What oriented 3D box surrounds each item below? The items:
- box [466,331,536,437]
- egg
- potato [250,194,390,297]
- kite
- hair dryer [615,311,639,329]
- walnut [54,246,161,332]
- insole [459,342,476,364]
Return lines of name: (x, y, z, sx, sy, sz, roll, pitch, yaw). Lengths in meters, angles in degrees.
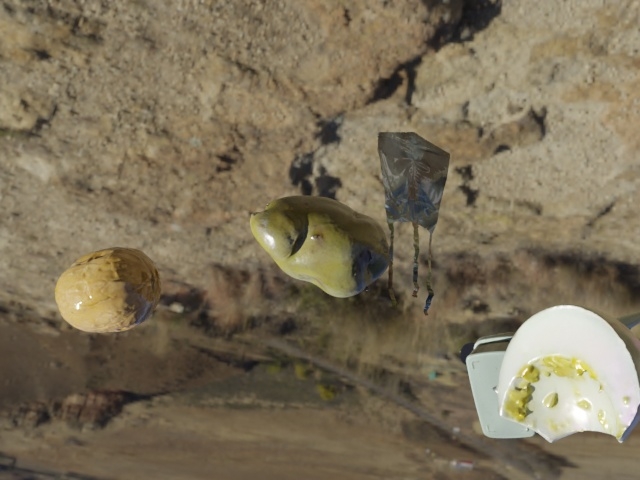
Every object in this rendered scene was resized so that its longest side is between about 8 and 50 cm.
box: (0.396, 0.305, 1.824, 0.148, 0.210, 0.129, -10, -172, 32)
egg: (0.421, 0.208, 1.342, 0.162, 0.206, 0.271, 13, 162, -34)
potato: (0.000, 0.001, 2.067, 0.351, 0.218, 0.202, 23, 165, -10)
kite: (0.147, -0.036, 1.457, 0.169, 0.309, 0.015, 17, 162, -36)
hair dryer: (0.634, 0.219, 1.808, 0.237, 0.206, 0.075, -29, 178, -26)
walnut: (-0.392, 0.094, 1.617, 0.197, 0.165, 0.165, -8, 152, 19)
insole: (0.492, 0.314, 2.266, 0.253, 0.086, 0.005, 11, -166, 6)
